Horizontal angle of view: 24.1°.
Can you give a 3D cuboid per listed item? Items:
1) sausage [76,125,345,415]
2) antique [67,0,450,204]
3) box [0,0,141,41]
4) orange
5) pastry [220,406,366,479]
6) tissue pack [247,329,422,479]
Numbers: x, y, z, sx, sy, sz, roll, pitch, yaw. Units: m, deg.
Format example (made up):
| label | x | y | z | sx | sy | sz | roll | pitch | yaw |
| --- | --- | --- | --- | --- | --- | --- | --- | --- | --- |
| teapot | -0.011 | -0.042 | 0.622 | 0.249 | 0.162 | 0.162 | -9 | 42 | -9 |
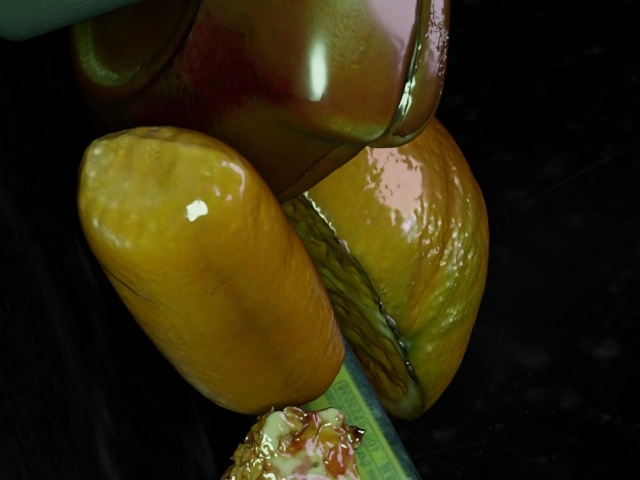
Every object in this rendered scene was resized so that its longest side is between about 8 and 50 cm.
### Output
| label | x | y | z | sx | sy | sz | roll | pitch | yaw |
| --- | --- | --- | --- | --- | --- | --- | --- | --- | --- |
| sausage | -0.051 | 0.022 | 0.753 | 0.238 | 0.098 | 0.098 | 62 | 8 | -59 |
| antique | -0.044 | -0.122 | 0.799 | 0.278 | 0.129 | 0.224 | 30 | -74 | 55 |
| box | -0.133 | -0.193 | 0.671 | 0.201 | 0.090 | 0.144 | -107 | 177 | -48 |
| orange | 0.000 | -0.002 | 1.091 | 0.274 | 0.274 | 0.310 | -106 | -162 | -64 |
| pastry | -0.005 | 0.168 | 0.783 | 0.063 | 0.087 | 0.169 | -20 | -90 | 58 |
| tissue pack | 0.011 | 0.141 | 0.961 | 0.257 | 0.081 | 0.185 | 60 | -6 | 39 |
